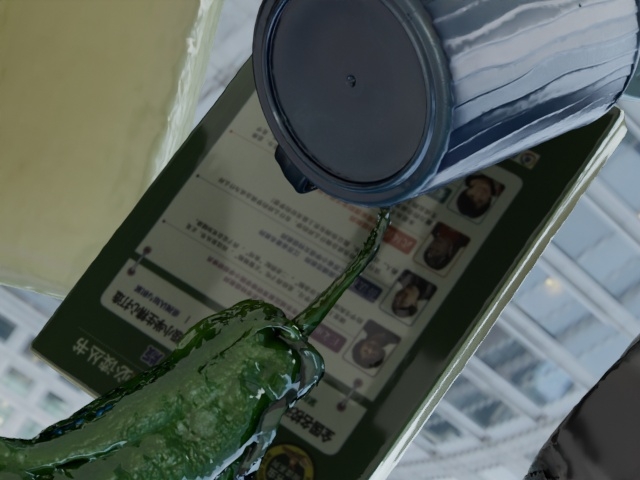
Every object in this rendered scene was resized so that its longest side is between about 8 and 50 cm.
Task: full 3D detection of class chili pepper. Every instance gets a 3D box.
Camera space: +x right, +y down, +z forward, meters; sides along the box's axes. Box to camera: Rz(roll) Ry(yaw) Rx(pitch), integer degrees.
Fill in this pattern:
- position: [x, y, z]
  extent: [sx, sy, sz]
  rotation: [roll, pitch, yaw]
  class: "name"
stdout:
- position: [-0.086, 0.071, 0.590]
  extent: [0.279, 0.122, 0.065]
  rotation: [-17, -164, -28]
  class: "chili pepper"

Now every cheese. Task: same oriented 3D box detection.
- position: [-0.198, -0.108, 0.878]
  extent: [0.124, 0.243, 0.265]
  rotation: [111, -6, -83]
  class: "cheese"

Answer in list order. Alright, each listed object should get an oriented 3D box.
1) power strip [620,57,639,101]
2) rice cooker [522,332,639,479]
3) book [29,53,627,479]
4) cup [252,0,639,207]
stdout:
- position: [0.308, -0.230, 1.411]
  extent: [0.167, 0.253, 0.054]
  rotation: [-65, -153, 2]
  class: "power strip"
- position: [0.247, 0.127, 0.691]
  extent: [0.224, 0.267, 0.267]
  rotation: [43, -84, 19]
  class: "rice cooker"
- position: [0.000, 0.000, 0.718]
  extent: [0.202, 0.027, 0.264]
  rotation: [31, -101, 27]
  class: "book"
- position: [0.050, -0.070, 0.614]
  extent: [0.113, 0.138, 0.150]
  rotation: [35, -50, 28]
  class: "cup"
